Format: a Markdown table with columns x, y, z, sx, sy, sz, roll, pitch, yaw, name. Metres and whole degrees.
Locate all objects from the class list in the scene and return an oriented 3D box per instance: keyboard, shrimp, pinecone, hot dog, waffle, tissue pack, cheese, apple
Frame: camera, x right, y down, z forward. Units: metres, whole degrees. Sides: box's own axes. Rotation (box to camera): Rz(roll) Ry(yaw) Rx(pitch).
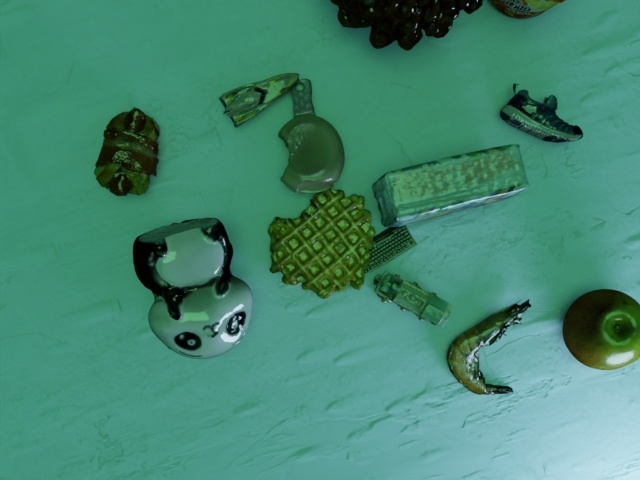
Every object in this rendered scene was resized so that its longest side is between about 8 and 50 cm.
| x | y | z | sx | sy | sz | roll | pitch | yaw | name |
| --- | --- | --- | --- | --- | --- | --- | --- | --- | --- |
| 0.137 | 0.029 | 1.589 | 0.196 | 0.015 | 0.074 | -30 | 91 | -2 | keyboard |
| 0.448 | 0.274 | 1.590 | 0.262 | 0.051 | 0.198 | -39 | 98 | 1 | shrimp |
| 0.201 | -0.631 | 1.423 | 0.397 | 0.398 | 0.398 | 0 | 90 | -2 | pinecone |
| -0.456 | -0.209 | 1.523 | 0.146 | 0.103 | 0.213 | 7 | 89 | -1 | hot dog |
| 0.000 | 0.000 | 1.562 | 0.291 | 0.051 | 0.291 | 0 | 88 | 1 | waffle |
| 0.291 | -0.124 | 1.489 | 0.310 | 0.228 | 0.128 | -14 | 90 | -3 | tissue pack |
| -0.034 | -0.257 | 1.550 | 0.163 | 0.082 | 0.287 | -10 | 76 | -2 | cheese |
| 0.682 | 0.213 | 1.530 | 0.195 | 0.196 | 0.196 | 0 | 90 | -2 | apple |

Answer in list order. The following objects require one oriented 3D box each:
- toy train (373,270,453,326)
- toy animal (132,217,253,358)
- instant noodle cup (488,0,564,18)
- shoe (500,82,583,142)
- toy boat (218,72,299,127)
| x | y | z | sx | sy | sz | roll | pitch | yaw | name |
| --- | --- | --- | --- | --- | --- | --- | --- | --- | --- |
| 0.218 | 0.137 | 1.539 | 0.194 | 0.125 | 0.081 | 28 | 86 | -2 | toy train |
| -0.285 | 0.117 | 1.478 | 0.250 | 0.251 | 0.310 | -11 | 101 | -2 | toy animal |
| 0.502 | -0.655 | 1.506 | 0.264 | 0.200 | 0.265 | 0 | 90 | -3 | instant noodle cup |
| 0.545 | -0.303 | 1.563 | 0.207 | 0.091 | 0.106 | 28 | 95 | 1 | shoe |
| -0.143 | -0.352 | 1.553 | 0.210 | 0.066 | 0.084 | -29 | 93 | -2 | toy boat |
